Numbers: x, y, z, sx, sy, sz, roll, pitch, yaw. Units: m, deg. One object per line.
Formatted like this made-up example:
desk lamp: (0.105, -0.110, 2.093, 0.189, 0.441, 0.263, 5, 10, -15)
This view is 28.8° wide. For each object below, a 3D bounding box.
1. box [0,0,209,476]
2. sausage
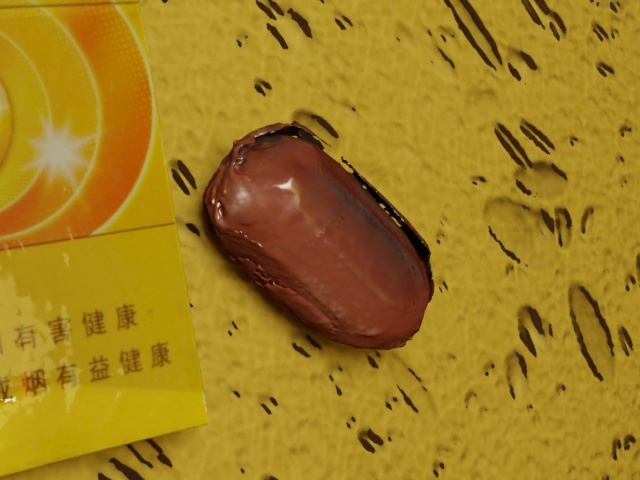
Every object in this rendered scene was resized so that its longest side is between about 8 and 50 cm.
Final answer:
box: (-0.141, -0.035, 0.546, 0.152, 0.043, 0.269, -9, 90, -35)
sausage: (0.000, 0.000, 0.628, 0.141, 0.076, 0.076, 42, 64, -27)
